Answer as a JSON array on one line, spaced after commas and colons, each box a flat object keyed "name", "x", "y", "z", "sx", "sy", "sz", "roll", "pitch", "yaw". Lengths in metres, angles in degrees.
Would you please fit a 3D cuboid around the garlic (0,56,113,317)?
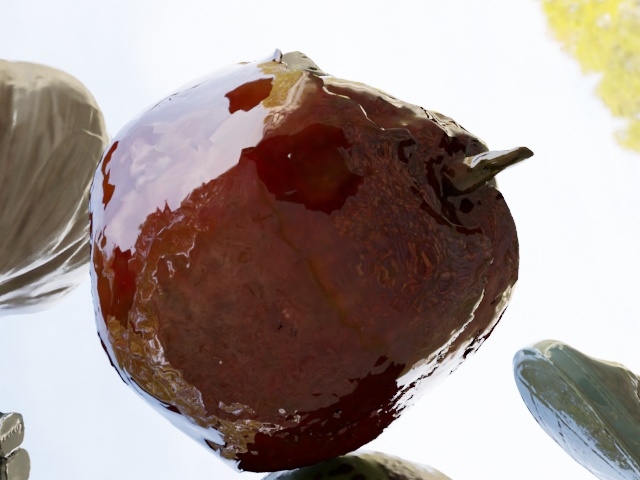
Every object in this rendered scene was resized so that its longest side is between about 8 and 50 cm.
[{"name": "garlic", "x": -0.339, "y": -0.042, "z": 1.294, "sx": 0.317, "sy": 0.317, "sz": 0.259, "roll": 44, "pitch": -142, "yaw": -38}]

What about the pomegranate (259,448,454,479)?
[{"name": "pomegranate", "x": 0.035, "y": 0.140, "z": 0.493, "sx": 0.138, "sy": 0.163, "sz": 0.125, "roll": 54, "pitch": -146, "yaw": -47}]

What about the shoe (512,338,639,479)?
[{"name": "shoe", "x": 0.257, "y": 0.152, "z": 0.974, "sx": 0.100, "sy": 0.103, "sz": 0.251, "roll": -44, "pitch": -86, "yaw": -17}]

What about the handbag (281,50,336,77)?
[{"name": "handbag", "x": -0.026, "y": -0.053, "z": 0.947, "sx": 0.115, "sy": 0.072, "sz": 0.139, "roll": -34, "pitch": -45, "yaw": -24}]

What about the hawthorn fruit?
[{"name": "hawthorn fruit", "x": 0.000, "y": 0.000, "z": 0.455, "sx": 0.148, "sy": 0.172, "sz": 0.148, "roll": 22, "pitch": -124, "yaw": -37}]

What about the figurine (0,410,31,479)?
[{"name": "figurine", "x": -0.299, "y": 0.154, "z": 0.906, "sx": 0.126, "sy": 0.193, "sz": 0.147, "roll": -68, "pitch": -32, "yaw": -69}]
